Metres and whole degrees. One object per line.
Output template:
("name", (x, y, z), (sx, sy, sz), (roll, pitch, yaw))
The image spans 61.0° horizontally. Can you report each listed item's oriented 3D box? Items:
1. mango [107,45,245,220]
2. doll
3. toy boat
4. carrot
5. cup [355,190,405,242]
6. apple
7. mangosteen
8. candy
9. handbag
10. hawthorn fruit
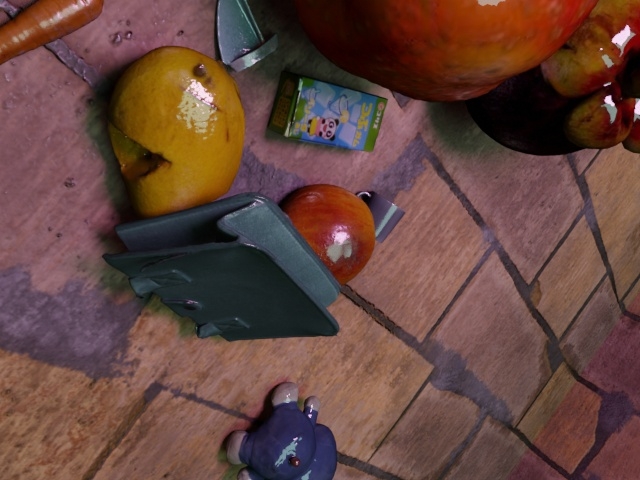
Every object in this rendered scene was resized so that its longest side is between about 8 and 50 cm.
("mango", (-0.189, -0.123, 0.719), (0.167, 0.130, 0.262), (-7, 124, -20))
("doll", (-0.058, 0.442, 1.137), (0.228, 0.154, 0.258), (-46, 141, -16))
("toy boat", (-0.116, -0.306, 0.755), (0.096, 0.034, 0.122), (-39, 124, -17))
("carrot", (-0.336, -0.225, 0.603), (0.216, 0.048, 0.048), (-38, 132, -13))
("cup", (0.102, -0.050, 1.048), (0.100, 0.078, 0.077), (32, 96, -11))
("apple", (0.000, 0.000, 0.942), (0.173, 0.160, 0.195), (7, 103, -19))
("mangosteen", (0.447, -0.318, 0.928), (0.382, 0.435, 0.382), (-19, 122, -34))
("candy", (0.016, -0.207, 0.891), (0.194, 0.062, 0.097), (2, 110, -40))
("handbag", (-0.120, 0.064, 0.794), (0.326, 0.238, 0.089), (51, 33, -53))
("hawthorn fruit", (0.124, -0.358, 0.665), (0.402, 0.403, 0.403), (-19, 124, -31))
